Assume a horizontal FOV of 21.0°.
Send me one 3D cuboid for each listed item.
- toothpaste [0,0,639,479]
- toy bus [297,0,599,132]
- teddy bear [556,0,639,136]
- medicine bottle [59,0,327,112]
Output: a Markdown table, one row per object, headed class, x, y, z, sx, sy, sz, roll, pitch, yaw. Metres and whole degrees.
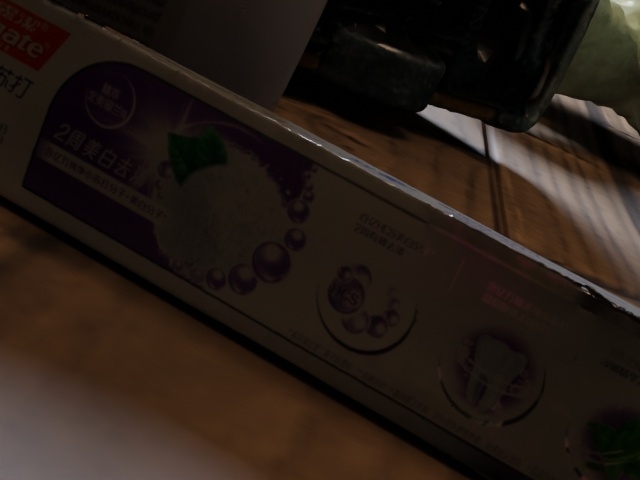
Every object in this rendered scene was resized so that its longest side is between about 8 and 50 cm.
| class | x | y | z | sx | sy | sz | roll | pitch | yaw |
| --- | --- | --- | --- | --- | --- | --- | --- | --- | --- |
| toothpaste | 0.000 | 0.000 | 0.359 | 0.196 | 0.047 | 0.040 | 29 | 16 | 18 |
| toy bus | -0.037 | -0.162 | 0.707 | 0.323 | 0.162 | 0.194 | 11 | 16 | -43 |
| teddy bear | 0.205 | -0.195 | 0.990 | 0.327 | 0.375 | 0.362 | -23 | 60 | -20 |
| medicine bottle | -0.095 | -0.120 | 0.470 | 0.215 | 0.135 | 0.135 | 23 | 12 | -6 |
